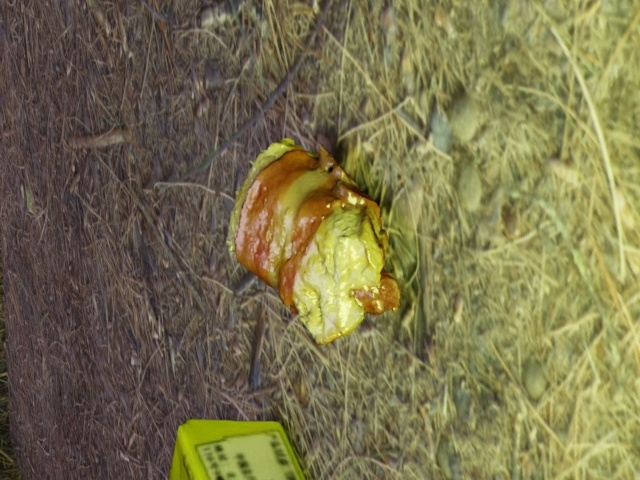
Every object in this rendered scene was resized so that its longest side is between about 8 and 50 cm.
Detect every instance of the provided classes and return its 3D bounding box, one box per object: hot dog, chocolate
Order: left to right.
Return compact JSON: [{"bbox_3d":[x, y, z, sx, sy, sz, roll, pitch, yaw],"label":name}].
[{"bbox_3d":[-0.077,0.392,1.418,0.289,0.137,0.301,104,146,-47],"label":"chocolate"},{"bbox_3d":[0.000,0.000,1.110,0.213,0.103,0.146,48,122,37],"label":"hot dog"}]
